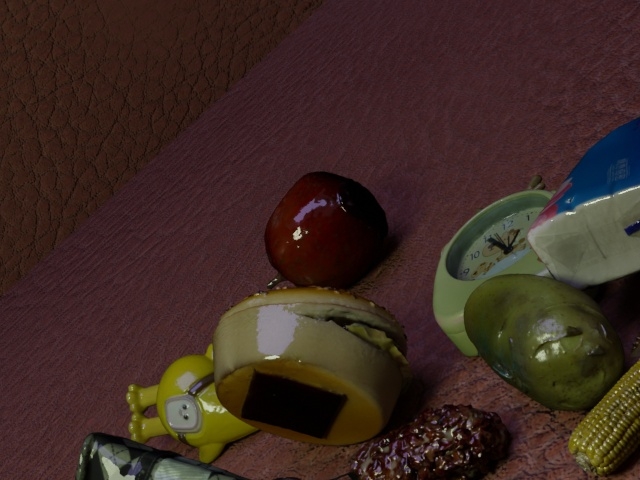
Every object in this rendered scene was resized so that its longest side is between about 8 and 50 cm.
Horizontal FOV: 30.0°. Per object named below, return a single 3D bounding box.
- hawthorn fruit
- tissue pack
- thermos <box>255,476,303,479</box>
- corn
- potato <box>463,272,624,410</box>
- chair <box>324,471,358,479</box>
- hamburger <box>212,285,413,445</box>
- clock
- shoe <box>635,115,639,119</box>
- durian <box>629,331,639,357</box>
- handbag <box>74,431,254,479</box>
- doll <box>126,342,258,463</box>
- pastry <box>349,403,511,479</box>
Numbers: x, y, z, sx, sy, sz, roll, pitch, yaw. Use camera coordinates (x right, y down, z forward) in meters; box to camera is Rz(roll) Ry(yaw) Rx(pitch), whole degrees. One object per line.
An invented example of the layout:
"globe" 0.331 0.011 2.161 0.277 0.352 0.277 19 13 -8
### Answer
"hawthorn fruit" 0.000 0.000 2.104 0.249 0.215 0.215 -50 25 -3
"tissue pack" 0.418 -0.063 1.583 0.209 0.137 0.270 -22 13 39
"thermos" -0.021 0.380 1.568 0.136 0.109 0.330 -8 6 -34
"corn" 0.372 0.192 1.405 0.203 0.072 0.072 -45 25 -13
"potato" 0.280 0.128 1.525 0.144 0.169 0.248 -18 25 -27
"chair" 0.021 0.351 1.666 0.086 0.037 0.042 -24 17 40
"hamburger" -0.013 0.174 1.732 0.300 0.300 0.176 -18 48 40
"clock" 0.289 0.020 1.780 0.235 0.096 0.308 -29 26 25
"shoe" 0.475 -0.143 1.823 0.109 0.072 0.069 -36 20 9
"durian" 0.459 0.059 1.493 0.224 0.078 0.140 -41 24 -8
"handbag" -0.099 0.410 1.261 0.416 0.180 0.316 14 77 15
"doll" -0.159 0.265 1.981 0.363 0.145 0.199 -15 73 27
"pastry" 0.141 0.279 1.556 0.209 0.097 0.115 -28 37 21
